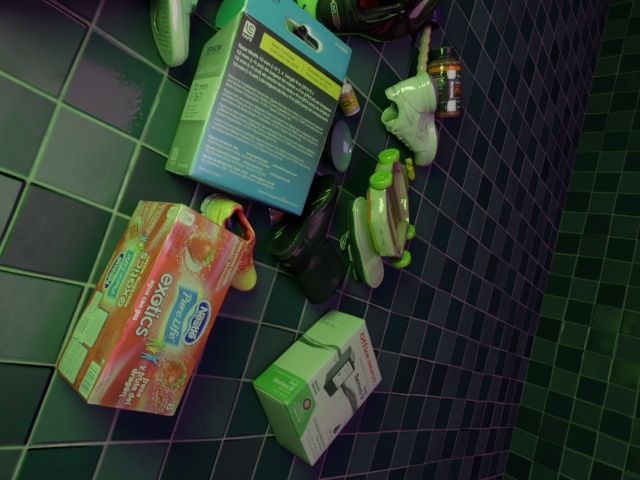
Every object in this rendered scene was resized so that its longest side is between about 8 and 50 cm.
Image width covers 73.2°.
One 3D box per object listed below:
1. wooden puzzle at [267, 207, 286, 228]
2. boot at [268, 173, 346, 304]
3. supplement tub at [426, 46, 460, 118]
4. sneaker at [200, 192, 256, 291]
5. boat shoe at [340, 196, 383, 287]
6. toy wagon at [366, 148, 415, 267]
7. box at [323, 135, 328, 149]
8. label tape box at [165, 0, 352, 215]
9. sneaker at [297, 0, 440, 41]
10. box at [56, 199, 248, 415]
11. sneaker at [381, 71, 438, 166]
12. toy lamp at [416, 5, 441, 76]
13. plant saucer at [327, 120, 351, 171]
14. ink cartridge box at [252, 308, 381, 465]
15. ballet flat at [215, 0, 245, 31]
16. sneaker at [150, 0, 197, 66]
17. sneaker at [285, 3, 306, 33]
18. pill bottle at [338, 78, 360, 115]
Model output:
[{"bbox_3d":[-0.094,-0.065,0.947,0.049,0.006,0.084,-25,114,-41],"label":"wooden puzzle"},{"bbox_3d":[0.000,0.000,0.996,0.247,0.094,0.207,-61,137,-26],"label":"boot"},{"bbox_3d":[0.364,-0.466,1.286,0.106,0.106,0.198,-19,111,-43],"label":"supplement tub"},{"bbox_3d":[-0.162,0.014,0.827,0.081,0.094,0.209,-38,124,-38],"label":"sneaker"},{"bbox_3d":[0.102,0.006,1.114,0.095,0.079,0.255,-43,128,-36],"label":"boat shoe"},{"bbox_3d":[0.200,-0.107,1.160,0.345,0.068,0.268,-67,145,-48],"label":"toy wagon"},{"bbox_3d":[-0.060,-0.270,0.937,0.201,0.021,0.165,-18,110,-44],"label":"box"},{"bbox_3d":[-0.104,-0.248,0.801,0.249,0.115,0.348,18,88,-43],"label":"label tape box"},{"bbox_3d":[0.162,-0.560,0.987,0.482,0.202,0.186,-31,119,-39],"label":"sneaker"},{"bbox_3d":[-0.266,0.100,0.693,0.142,0.154,0.300,35,71,-44],"label":"box"},{"bbox_3d":[0.249,-0.323,1.206,0.305,0.152,0.114,68,10,-51],"label":"sneaker"},{"bbox_3d":[0.292,-0.533,1.222,0.080,0.080,0.275,0,99,-46],"label":"toy lamp"},{"bbox_3d":[0.043,-0.225,1.035,0.119,0.021,0.120,-17,109,-61],"label":"plant saucer"},{"bbox_3d":[0.005,0.338,1.038,0.289,0.121,0.211,-38,123,-36],"label":"ink cartridge box"},{"bbox_3d":[-0.114,-0.464,0.807,0.241,0.091,0.077,-66,157,-10],"label":"ballet flat"},{"bbox_3d":[-0.195,-0.411,0.711,0.151,0.094,0.256,-5,98,-40],"label":"sneaker"},{"bbox_3d":[-0.057,-0.474,0.869,0.038,0.069,0.098,-42,125,-34],"label":"sneaker"},{"bbox_3d":[0.061,-0.345,1.034,0.043,0.043,0.083,-50,128,-28],"label":"pill bottle"}]
